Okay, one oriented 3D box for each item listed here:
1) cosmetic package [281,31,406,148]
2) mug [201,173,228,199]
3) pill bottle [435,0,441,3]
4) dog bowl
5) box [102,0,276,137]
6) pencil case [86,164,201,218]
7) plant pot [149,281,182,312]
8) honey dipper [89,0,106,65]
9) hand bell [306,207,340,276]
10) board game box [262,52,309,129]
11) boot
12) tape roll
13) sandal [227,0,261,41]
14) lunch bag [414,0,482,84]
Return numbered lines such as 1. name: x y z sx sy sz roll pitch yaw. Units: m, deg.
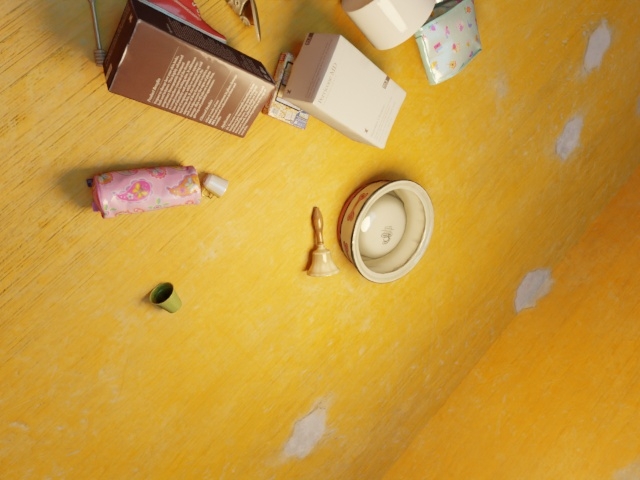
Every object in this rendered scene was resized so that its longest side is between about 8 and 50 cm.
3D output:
1. cosmetic package: 0.085 -0.465 1.448 0.385 0.156 0.217 13 100 -50
2. mug: -0.327 -0.164 1.383 0.064 0.062 0.078 30 83 -30
3. pill bottle: 0.362 -0.928 1.511 0.136 0.136 0.245 -39 125 -17
4. dog bowl: 0.242 -0.049 1.761 0.408 0.150 0.408 -14 115 -31
5. box: -0.329 -0.425 1.172 0.381 0.143 0.191 11 129 -44
6. pencil case: -0.477 -0.137 1.256 0.284 0.124 0.124 -14 115 -29
7. plant pot: -0.471 0.185 1.410 0.083 0.083 0.079 -41 137 -15
8. honey dipper: -0.549 -0.513 1.114 0.030 0.030 0.160 -14 112 -30
9. hand bell: 0.000 0.000 1.660 0.126 0.126 0.242 -11 101 -31
10. board game box: -0.086 -0.468 1.438 0.147 0.045 0.193 14 99 -37
11. boot: -0.336 -0.624 1.184 0.244 0.088 0.176 19 95 -34
12. tape roll: 0.210 -0.747 1.408 0.169 0.246 0.246 33 88 -38
13. sandal: -0.221 -0.676 1.263 0.079 0.088 0.240 -6 107 1
14. lunch bag: 0.440 -0.717 1.636 0.262 0.160 0.223 -43 127 -21
